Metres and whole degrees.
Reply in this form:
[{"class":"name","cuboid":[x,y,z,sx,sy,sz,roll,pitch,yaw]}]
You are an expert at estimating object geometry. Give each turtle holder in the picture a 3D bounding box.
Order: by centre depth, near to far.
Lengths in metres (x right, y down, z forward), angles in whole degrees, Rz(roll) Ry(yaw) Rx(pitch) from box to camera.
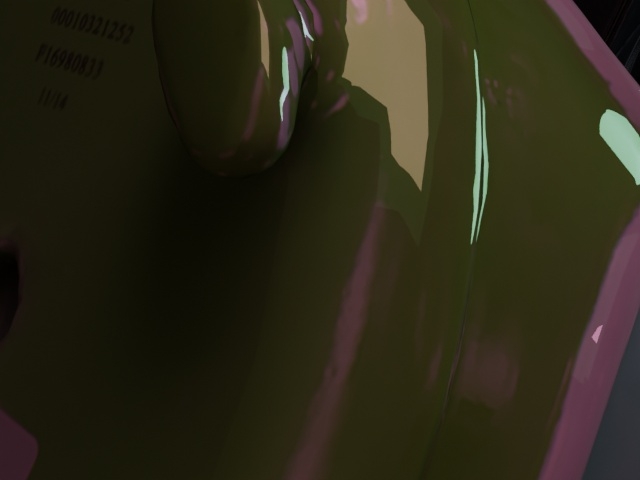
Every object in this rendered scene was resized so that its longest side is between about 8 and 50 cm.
[{"class":"turtle holder","cuboid":[-0.014,0.009,0.465,0.227,0.243,0.320,23,62,-39]}]

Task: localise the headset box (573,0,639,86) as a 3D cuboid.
[{"class":"headset box","cuboid":[0.064,-0.098,0.713,0.131,0.246,0.283,29,30,10]}]
